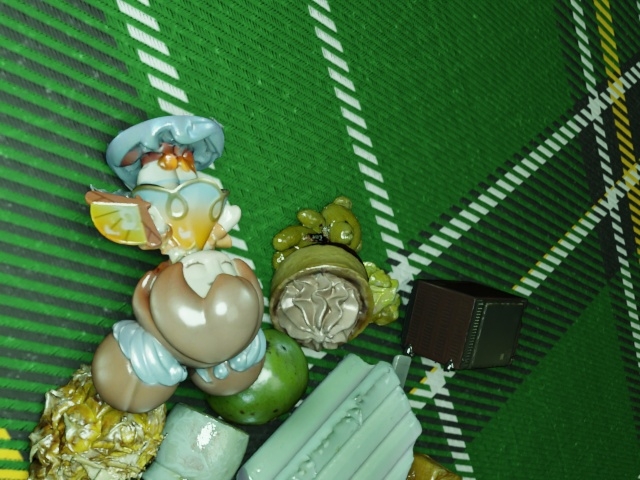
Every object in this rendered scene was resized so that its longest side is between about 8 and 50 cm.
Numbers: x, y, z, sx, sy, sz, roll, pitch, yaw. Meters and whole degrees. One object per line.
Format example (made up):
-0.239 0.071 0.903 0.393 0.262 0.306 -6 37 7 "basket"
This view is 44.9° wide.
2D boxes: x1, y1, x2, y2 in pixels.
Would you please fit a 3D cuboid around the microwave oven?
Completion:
0.321 0.189 1.760 0.247 0.188 0.178 6 96 -48 "microwave oven"

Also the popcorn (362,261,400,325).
0.097 0.110 1.587 0.126 0.126 0.145 -33 137 -8 "popcorn"

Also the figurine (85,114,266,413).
-0.214 0.040 1.158 0.277 0.248 0.388 -4 68 -39 "figurine"

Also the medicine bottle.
-0.209 0.362 1.298 0.147 0.147 0.143 35 74 -40 "medicine bottle"

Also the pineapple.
-0.339 0.294 1.159 0.161 0.158 0.334 49 63 -35 "pineapple"

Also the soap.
0.007 0.462 1.508 0.446 0.156 0.261 -43 122 -32 "soap"

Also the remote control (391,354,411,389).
0.158 0.344 1.730 0.050 0.027 0.184 18 87 -42 "remote control"

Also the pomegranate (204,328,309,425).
-0.123 0.209 1.356 0.187 0.187 0.225 -6 71 -43 "pomegranate"

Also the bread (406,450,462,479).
0.221 0.552 1.731 0.158 0.143 0.149 41 74 -38 "bread"

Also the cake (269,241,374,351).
0.011 0.119 1.413 0.208 0.178 0.185 -9 122 -10 "cake"

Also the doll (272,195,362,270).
0.000 0.000 1.496 0.209 0.097 0.137 -26 118 -33 "doll"
